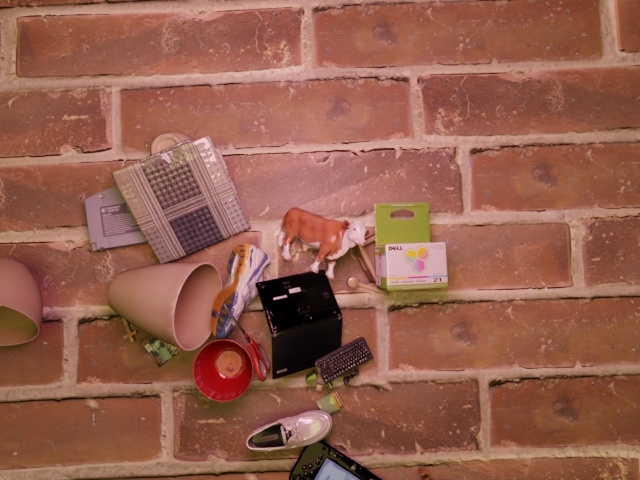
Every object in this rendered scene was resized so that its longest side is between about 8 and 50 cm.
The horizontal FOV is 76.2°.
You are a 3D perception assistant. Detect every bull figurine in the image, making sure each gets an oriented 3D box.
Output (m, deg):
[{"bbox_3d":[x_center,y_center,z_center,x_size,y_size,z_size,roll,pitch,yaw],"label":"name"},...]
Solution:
[{"bbox_3d":[0.000,0.000,1.232,0.310,0.101,0.189,21,87,35],"label":"bull figurine"}]

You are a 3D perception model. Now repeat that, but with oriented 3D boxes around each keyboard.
[{"bbox_3d":[0.081,0.386,1.267,0.180,0.023,0.108,-23,87,-19],"label":"keyboard"}]

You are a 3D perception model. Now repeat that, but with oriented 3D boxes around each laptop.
[{"bbox_3d":[-0.065,0.251,1.261,0.234,0.137,0.265,-9,62,-26],"label":"laptop"}]

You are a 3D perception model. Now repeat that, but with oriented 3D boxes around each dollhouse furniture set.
[{"bbox_3d":[0.010,0.480,1.271,0.076,0.058,0.152,-30,87,-1],"label":"dollhouse furniture set"}]

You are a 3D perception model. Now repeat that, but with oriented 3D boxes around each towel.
[{"bbox_3d":[-0.414,-0.125,1.248,0.312,0.056,0.325,-24,110,-9],"label":"towel"}]

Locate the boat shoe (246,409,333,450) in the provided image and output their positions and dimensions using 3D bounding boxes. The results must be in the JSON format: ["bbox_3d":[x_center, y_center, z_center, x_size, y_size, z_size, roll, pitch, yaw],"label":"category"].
[{"bbox_3d":[-0.096,0.581,1.237,0.267,0.088,0.096,-12,71,6],"label":"boat shoe"}]

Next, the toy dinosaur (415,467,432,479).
[{"bbox_3d":[0.341,0.768,1.263,0.211,0.064,0.112,-24,105,8],"label":"toy dinosaur"}]

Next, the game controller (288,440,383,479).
[{"bbox_3d":[0.065,0.756,1.253,0.319,0.067,0.167,33,88,1],"label":"game controller"}]

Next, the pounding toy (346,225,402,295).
[{"bbox_3d":[0.164,0.084,1.268,0.205,0.094,0.181,-27,92,-10],"label":"pounding toy"}]

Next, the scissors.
[{"bbox_3d":[-0.218,0.290,1.216,0.021,0.109,0.297,-20,109,9],"label":"scissors"}]

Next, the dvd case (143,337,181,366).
[{"bbox_3d":[-0.491,0.333,1.303,0.119,0.013,0.087,-38,87,-3],"label":"dvd case"}]

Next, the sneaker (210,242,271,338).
[{"bbox_3d":[-0.233,0.163,1.250,0.111,0.131,0.297,15,83,45],"label":"sneaker"}]

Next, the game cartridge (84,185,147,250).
[{"bbox_3d":[-0.593,-0.084,1.306,0.293,0.060,0.196,-9,90,-1],"label":"game cartridge"}]

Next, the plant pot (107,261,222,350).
[{"bbox_3d":[-0.476,0.174,1.216,0.273,0.256,0.257,7,87,16],"label":"plant pot"}]

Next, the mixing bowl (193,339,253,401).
[{"bbox_3d":[-0.288,0.388,1.256,0.181,0.098,0.182,0,87,1],"label":"mixing bowl"}]

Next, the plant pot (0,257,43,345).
[{"bbox_3d":[-0.968,0.163,1.209,0.283,0.284,0.191,-8,51,0],"label":"plant pot"}]

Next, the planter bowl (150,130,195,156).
[{"bbox_3d":[-0.466,-0.275,1.287,0.161,0.109,0.162,0,86,0],"label":"planter bowl"}]

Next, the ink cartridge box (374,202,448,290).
[{"bbox_3d":[0.259,0.012,1.191,0.188,0.097,0.256,-2,88,-11],"label":"ink cartridge box"}]

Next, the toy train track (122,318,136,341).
[{"bbox_3d":[-0.613,0.285,1.306,0.048,0.014,0.083,-26,82,6],"label":"toy train track"}]
